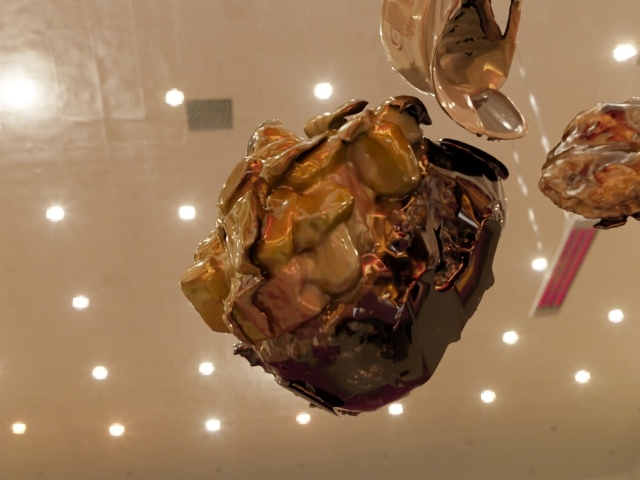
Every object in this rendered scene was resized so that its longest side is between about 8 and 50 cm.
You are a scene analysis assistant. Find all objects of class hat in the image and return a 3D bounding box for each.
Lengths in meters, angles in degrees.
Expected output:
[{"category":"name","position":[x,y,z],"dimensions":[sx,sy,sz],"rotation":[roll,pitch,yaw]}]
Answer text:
[{"category":"hat","position":[0.142,-0.221,1.053],"dimensions":[0.161,0.275,0.232],"rotation":[-9,-58,16]}]

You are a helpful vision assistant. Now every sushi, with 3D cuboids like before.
[{"category":"sushi","position":[0.000,0.000,1.082],"dimensions":[0.285,0.328,0.328],"rotation":[35,-11,-24]}]

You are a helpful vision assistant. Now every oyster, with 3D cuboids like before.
[{"category":"oyster","position":[0.326,-0.124,0.757],"dimensions":[0.345,0.129,0.078],"rotation":[-29,-59,7]}]
